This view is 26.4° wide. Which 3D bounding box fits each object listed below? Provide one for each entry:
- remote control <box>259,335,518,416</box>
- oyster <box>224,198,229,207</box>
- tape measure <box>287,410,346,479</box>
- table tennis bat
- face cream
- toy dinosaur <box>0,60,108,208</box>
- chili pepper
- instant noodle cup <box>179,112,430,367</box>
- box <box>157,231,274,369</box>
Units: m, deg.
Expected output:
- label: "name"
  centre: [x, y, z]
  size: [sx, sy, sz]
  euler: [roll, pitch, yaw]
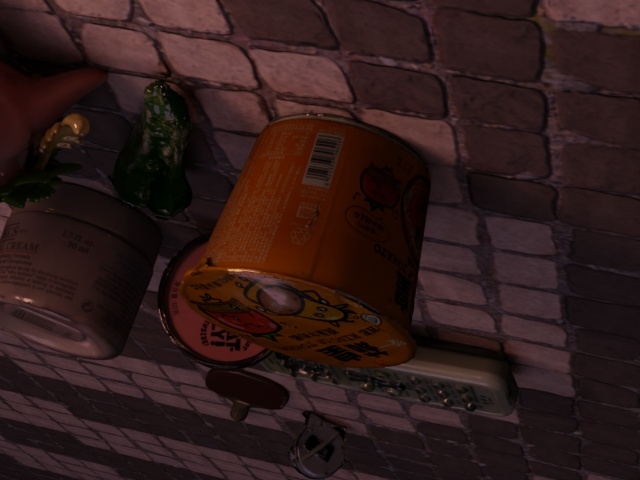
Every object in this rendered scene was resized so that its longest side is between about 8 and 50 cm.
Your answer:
- label: "remote control"
  centre: [0.073, 0.147, 1.672]
  size: [0.335, 0.065, 0.128]
  euler: [9, 159, 20]
- label: "oyster"
  centre: [-0.068, -0.028, 1.414]
  size: [0.054, 0.019, 0.083]
  euler: [9, 155, 17]
- label: "tape measure"
  centre: [-0.002, 0.323, 2.119]
  size: [0.091, 0.094, 0.054]
  euler: [21, 160, -7]
- label: "table tennis bat"
  centre: [-0.117, 0.242, 2.113]
  size: [0.131, 0.022, 0.234]
  euler: [17, 157, -1]
- label: "face cream"
  centre: [-0.286, 0.038, 1.559]
  size: [0.177, 0.153, 0.177]
  euler: [15, 157, 6]
- label: "toy dinosaur"
  centre: [-0.287, -0.138, 1.222]
  size: [0.194, 0.152, 0.177]
  euler: [7, 119, 2]
- label: "chili pepper"
  centre: [-0.155, -0.093, 1.274]
  size: [0.088, 0.059, 0.227]
  euler: [22, 157, 0]
- label: "instant noodle cup"
  centre: [0.000, 0.000, 1.220]
  size: [0.216, 0.172, 0.216]
  euler: [14, 159, 6]
- label: "box"
  centre: [-0.102, 0.076, 1.530]
  size: [0.151, 0.151, 0.135]
  euler: [16, 167, 2]
